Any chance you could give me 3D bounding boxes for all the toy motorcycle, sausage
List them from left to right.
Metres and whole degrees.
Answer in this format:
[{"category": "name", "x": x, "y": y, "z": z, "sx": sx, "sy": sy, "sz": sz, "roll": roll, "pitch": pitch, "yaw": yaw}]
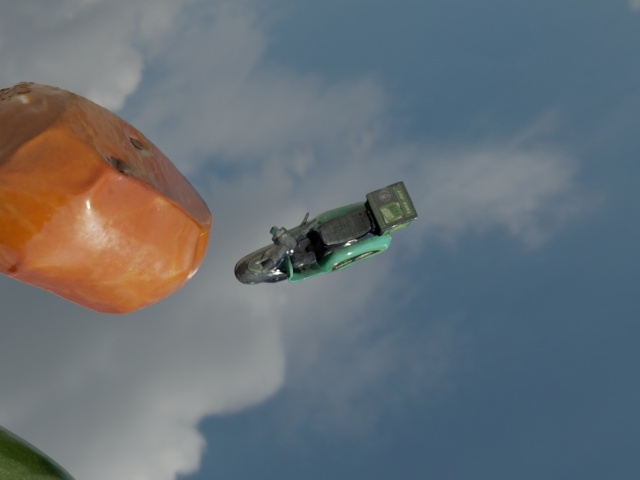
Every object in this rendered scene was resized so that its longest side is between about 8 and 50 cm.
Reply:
[{"category": "sausage", "x": -0.198, "y": -0.028, "z": 0.901, "sx": 0.141, "sy": 0.268, "sz": 0.153, "roll": -35, "pitch": -124, "yaw": 10}, {"category": "toy motorcycle", "x": 0.000, "y": 0.000, "z": 0.994, "sx": 0.173, "sy": 0.100, "sz": 0.058, "roll": -20, "pitch": -102, "yaw": -11}]

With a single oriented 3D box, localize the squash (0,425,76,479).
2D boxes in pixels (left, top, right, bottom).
[{"category": "squash", "x": -0.270, "y": 0.144, "z": 0.681, "sx": 0.395, "sy": 0.107, "sz": 0.107, "roll": 17, "pitch": -130, "yaw": 40}]
